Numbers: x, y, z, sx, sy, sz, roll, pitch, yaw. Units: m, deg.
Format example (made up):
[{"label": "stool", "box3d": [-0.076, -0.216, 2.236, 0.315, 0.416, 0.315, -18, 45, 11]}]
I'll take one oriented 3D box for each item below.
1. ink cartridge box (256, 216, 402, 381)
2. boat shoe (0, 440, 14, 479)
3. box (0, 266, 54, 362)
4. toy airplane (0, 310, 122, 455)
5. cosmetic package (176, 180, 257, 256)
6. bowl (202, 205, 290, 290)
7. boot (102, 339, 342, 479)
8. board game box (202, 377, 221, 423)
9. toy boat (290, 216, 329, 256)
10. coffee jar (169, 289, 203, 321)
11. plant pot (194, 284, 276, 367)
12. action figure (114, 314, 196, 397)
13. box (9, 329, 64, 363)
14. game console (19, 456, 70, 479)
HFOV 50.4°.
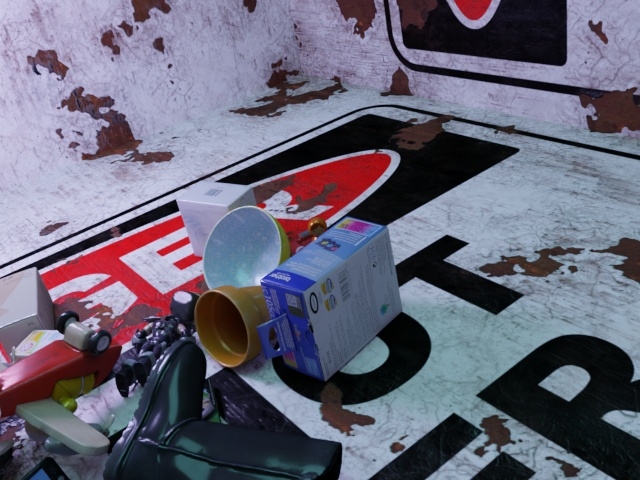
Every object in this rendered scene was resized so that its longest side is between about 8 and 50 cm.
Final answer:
[{"label": "ink cartridge box", "box3d": [0.018, 0.152, 1.677, 0.151, 0.270, 0.395, 12, 36, 39]}, {"label": "boat shoe", "box3d": [-0.742, 0.524, 1.443, 0.127, 0.113, 0.340, -15, 2, -6]}, {"label": "box", "box3d": [-0.873, 0.221, 2.019, 0.121, 0.148, 0.311, -20, 29, -13]}, {"label": "toy airplane", "box3d": [-0.657, 0.363, 1.548, 0.384, 0.272, 0.386, -1, 30, -12]}, {"label": "cosmetic package", "box3d": [-0.321, -0.058, 2.228, 0.224, 0.225, 0.138, 8, 37, 32]}, {"label": "bowl", "box3d": [-0.189, 0.056, 2.011, 0.289, 0.289, 0.156, 10, -7, 34]}, {"label": "boot", "box3d": [-0.166, 0.392, 1.387, 0.445, 0.146, 0.367, 3, 51, 24]}, {"label": "board game box", "box3d": [-0.296, 0.423, 1.562, 0.136, 0.030, 0.260, -14, 29, -9]}, {"label": "toy boat", "box3d": [0.000, 0.000, 2.081, 0.151, 0.151, 0.231, -26, 31, -23]}, {"label": "coffee jar", "box3d": [-0.315, 0.185, 1.850, 0.096, 0.079, 0.184, 13, -2, 41]}, {"label": "plant pot", "box3d": [-0.189, 0.202, 1.769, 0.205, 0.205, 0.188, 14, 21, 38]}, {"label": "action figure", "box3d": [-0.436, 0.284, 1.800, 0.185, 0.099, 0.285, -9, 24, 20]}, {"label": "box", "box3d": [-0.704, 0.315, 1.828, 0.203, 0.103, 0.114, -1, 30, 18]}, {"label": "game console", "box3d": [-0.567, 0.537, 1.404, 0.085, 0.124, 0.144, -22, 15, 44]}]
